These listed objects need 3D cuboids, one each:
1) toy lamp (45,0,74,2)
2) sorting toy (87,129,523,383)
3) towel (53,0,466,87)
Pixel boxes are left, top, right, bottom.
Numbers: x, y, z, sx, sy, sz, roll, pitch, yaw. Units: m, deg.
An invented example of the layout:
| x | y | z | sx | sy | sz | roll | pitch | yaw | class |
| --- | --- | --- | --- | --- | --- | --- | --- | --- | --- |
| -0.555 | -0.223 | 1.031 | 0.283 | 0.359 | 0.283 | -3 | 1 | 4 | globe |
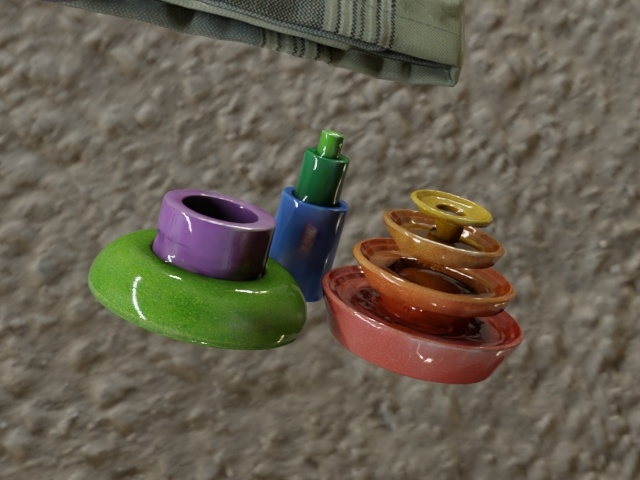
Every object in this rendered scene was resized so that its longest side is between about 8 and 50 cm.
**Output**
| x | y | z | sx | sy | sz | roll | pitch | yaw | class |
| --- | --- | --- | --- | --- | --- | --- | --- | --- | --- |
| -0.203 | -0.053 | 0.422 | 0.274 | 0.080 | 0.080 | -20 | 85 | 5 | toy lamp |
| 0.000 | 0.000 | 0.336 | 0.102 | 0.061 | 0.042 | 11 | 107 | -11 | sorting toy |
| -0.067 | -0.244 | 0.745 | 0.312 | 0.056 | 0.324 | 13 | 62 | -24 | towel |
